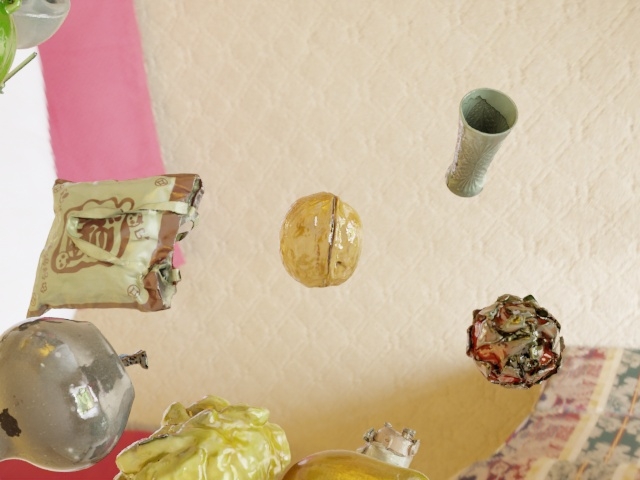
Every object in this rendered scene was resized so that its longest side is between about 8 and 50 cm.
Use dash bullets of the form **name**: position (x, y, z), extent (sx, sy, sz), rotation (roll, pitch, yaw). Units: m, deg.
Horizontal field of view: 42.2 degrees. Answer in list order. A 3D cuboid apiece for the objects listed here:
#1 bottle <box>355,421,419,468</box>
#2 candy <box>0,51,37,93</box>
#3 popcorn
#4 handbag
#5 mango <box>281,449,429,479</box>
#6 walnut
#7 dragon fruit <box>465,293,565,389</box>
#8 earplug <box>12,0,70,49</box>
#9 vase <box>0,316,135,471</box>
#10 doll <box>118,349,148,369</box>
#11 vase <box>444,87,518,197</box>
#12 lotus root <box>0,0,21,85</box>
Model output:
- **bottle**: position (0.111, 0.392, 1.460), extent (0.099, 0.099, 0.152), rotation (24, 83, 18)
- **candy**: position (-0.770, -0.380, 2.007), extent (0.305, 0.091, 0.083), rotation (-25, 78, 33)
- **popcorn**: position (-0.187, 0.359, 1.284), extent (0.286, 0.252, 0.215), rotation (-23, 93, -11)
- **handbag**: position (-0.284, 0.007, 1.122), extent (0.235, 0.213, 0.127), rotation (-1, 152, 18)
- **mango**: position (0.048, 0.368, 1.188), extent (0.227, 0.136, 0.099), rotation (-2, 136, 17)
- **walnut**: position (0.000, 0.000, 1.385), extent (0.144, 0.144, 0.180), rotation (28, 131, 16)
- **dragon fruit**: position (0.346, 0.182, 1.475), extent (0.182, 0.182, 0.189), rotation (5, 147, 27)
- **earplug**: position (-0.597, -0.538, 1.606), extent (0.175, 0.214, 0.326), rotation (5, 105, 45)
- **vase**: position (-0.229, 0.134, 0.596), extent (0.120, 0.183, 0.120), rotation (40, 148, 32)
- **doll**: position (-0.389, 0.225, 1.398), extent (0.096, 0.195, 0.070), rotation (149, 105, -69)
- **vase**: position (0.266, -0.157, 1.416), extent (0.096, 0.096, 0.219), rotation (32, 156, 14)
- **lotus root**: position (-0.414, -0.235, 0.942), extent (0.186, 0.186, 0.186), rotation (10, 113, 25)
